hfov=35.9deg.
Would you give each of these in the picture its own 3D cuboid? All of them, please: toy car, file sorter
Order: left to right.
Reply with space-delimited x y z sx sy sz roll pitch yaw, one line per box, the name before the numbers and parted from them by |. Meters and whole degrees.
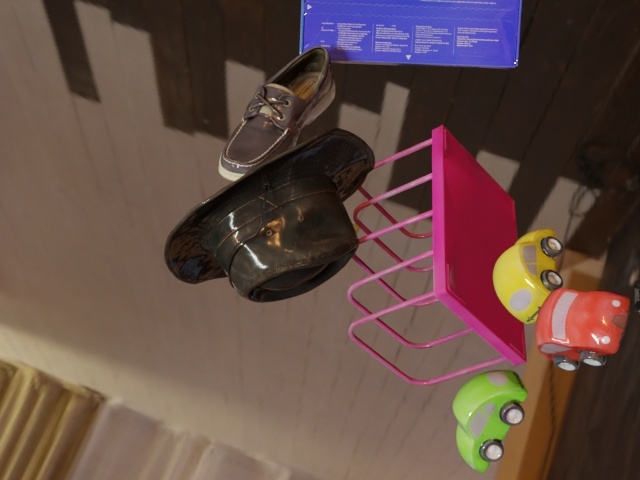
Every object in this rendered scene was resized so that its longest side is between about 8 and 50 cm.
file sorter | 0.156 0.031 1.407 0.182 0.291 0.202 -24 134 31
toy car | 0.174 0.108 0.901 0.053 0.225 0.239 22 -165 -11

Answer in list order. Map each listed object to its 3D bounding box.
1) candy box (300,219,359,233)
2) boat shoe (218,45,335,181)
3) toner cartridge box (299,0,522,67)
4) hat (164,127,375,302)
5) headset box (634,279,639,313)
candy box | 0.000 0.000 1.788 0.105 0.206 0.027 14 115 10
boat shoe | -0.065 -0.196 1.482 0.103 0.285 0.092 22 139 22
toner cartridge box | 0.144 -0.365 1.588 0.347 0.165 0.075 3 -174 2
hat | -0.041 0.000 1.365 0.134 0.331 0.331 56 167 22
headset box | 0.605 0.110 1.772 0.083 0.062 0.032 23 149 -22
